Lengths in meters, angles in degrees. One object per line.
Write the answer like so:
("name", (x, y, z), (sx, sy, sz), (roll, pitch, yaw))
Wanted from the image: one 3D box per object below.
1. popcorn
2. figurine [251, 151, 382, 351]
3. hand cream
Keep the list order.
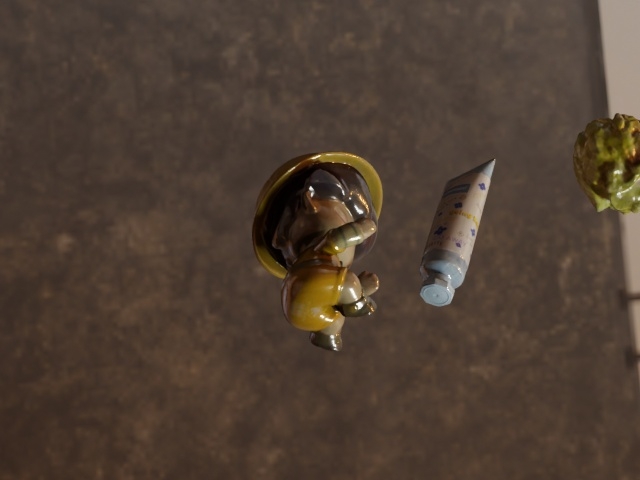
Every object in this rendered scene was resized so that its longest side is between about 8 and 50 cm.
("popcorn", (0.340, -0.083, 1.562), (0.116, 0.121, 0.106), (-25, -150, 29))
("figurine", (-0.005, -0.001, 1.774), (0.167, 0.192, 0.257), (9, -142, -4))
("hand cream", (0.128, -0.009, 1.342), (0.065, 0.171, 0.043), (-24, 122, 39))
